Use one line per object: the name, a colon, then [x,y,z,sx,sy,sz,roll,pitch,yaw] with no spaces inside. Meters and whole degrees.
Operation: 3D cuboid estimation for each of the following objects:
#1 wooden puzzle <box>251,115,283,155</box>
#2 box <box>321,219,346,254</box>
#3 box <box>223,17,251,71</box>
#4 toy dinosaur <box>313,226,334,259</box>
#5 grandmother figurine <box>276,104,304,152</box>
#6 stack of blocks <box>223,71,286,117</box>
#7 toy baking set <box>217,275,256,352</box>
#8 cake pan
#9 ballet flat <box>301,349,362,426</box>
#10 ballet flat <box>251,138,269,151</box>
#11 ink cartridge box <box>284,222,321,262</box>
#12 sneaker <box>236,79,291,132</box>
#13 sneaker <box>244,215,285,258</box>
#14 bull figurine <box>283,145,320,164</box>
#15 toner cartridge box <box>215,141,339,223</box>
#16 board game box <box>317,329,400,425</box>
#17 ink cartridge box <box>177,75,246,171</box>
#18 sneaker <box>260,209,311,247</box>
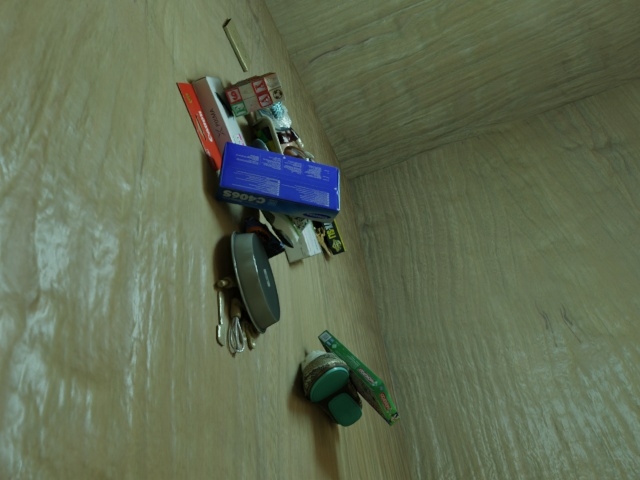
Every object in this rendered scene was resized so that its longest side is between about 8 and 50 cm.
wooden puzzle: [-0.196,-0.350,1.982,0.238,0.044,0.221,67,-18,-10]
box: [0.039,-0.098,2.685,0.257,0.079,0.321,-97,168,-82]
box: [-0.358,-0.848,2.226,0.164,0.021,0.201,-92,159,-55]
toy dinosaur: [0.000,0.000,2.539,0.211,0.064,0.112,50,35,-37]
grandmother figurine: [-0.160,-0.408,2.165,0.208,0.104,0.342,-21,103,-54]
stack of blocks: [-0.227,-0.495,1.723,0.297,0.171,0.087,-123,-168,-68]
toy baking set: [-0.207,0.182,1.298,0.256,0.030,0.196,24,49,-75]
cake pan: [-0.172,0.107,1.409,0.293,0.054,0.293,-16,90,-87]
ballet flat: [0.022,0.470,1.709,0.182,0.164,0.482,53,-8,38]
ballet flat: [-0.211,-0.280,1.914,0.074,0.074,0.203,-96,169,-48]
ink cartridge box: [-0.081,-0.006,2.035,0.219,0.093,0.160,-9,80,-78]
sneaker: [-0.199,-0.517,1.983,0.283,0.122,0.110,34,63,-42]
sneaker: [-0.177,-0.011,1.631,0.221,0.083,0.087,59,8,-60]
bull figurine: [-0.079,-0.227,2.064,0.101,0.188,0.310,-37,130,-37]
toner cartridge box: [-0.119,-0.166,1.494,0.075,0.348,0.165,125,-29,-55]
board game box: [0.126,0.457,1.731,0.317,0.046,0.213,35,-24,49]
ink cartridge box: [-0.316,-0.358,1.563,0.239,0.060,0.275,-71,141,-74]
sneaker: [-0.120,-0.144,1.685,0.410,0.182,0.158,53,-6,43]
